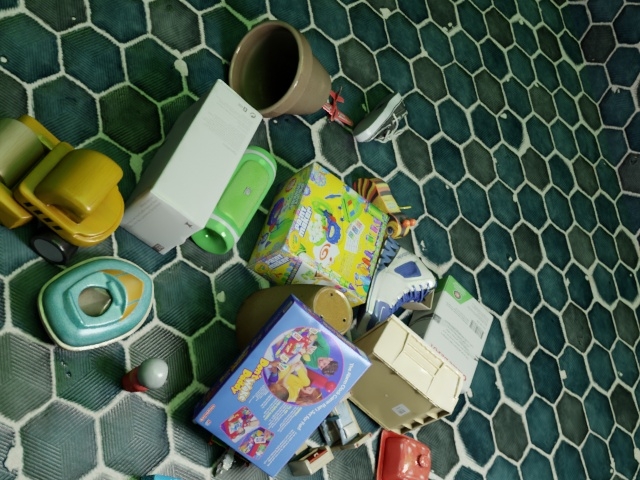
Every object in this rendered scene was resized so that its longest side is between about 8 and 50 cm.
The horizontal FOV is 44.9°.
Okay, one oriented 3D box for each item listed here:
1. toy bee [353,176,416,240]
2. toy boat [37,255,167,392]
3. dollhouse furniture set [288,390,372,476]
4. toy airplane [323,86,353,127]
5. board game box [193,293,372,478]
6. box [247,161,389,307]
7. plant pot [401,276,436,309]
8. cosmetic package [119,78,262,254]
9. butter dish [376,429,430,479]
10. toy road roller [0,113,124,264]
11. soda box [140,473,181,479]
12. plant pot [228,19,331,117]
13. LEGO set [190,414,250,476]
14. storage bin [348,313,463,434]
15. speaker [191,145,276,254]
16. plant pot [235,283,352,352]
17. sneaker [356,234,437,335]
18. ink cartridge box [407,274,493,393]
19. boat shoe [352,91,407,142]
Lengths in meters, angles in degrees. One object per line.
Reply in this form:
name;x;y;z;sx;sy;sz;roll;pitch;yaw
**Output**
toy bee;0.211;-0.066;2.288;0.195;0.162;0.298;-37;97;-43
toy boat;-0.438;0.183;1.672;0.267;0.148;0.318;-30;92;-42
dollhouse furniture set;0.008;0.478;1.923;0.183;0.129;0.129;-24;88;-42
toy airplane;0.041;-0.414;2.380;0.151;0.028;0.151;16;63;-35
board game box;-0.087;0.329;1.751;0.233;0.078;0.347;40;93;-13
box;0.000;0.000;2.079;0.279;0.177;0.290;35;54;-23
plant pot;0.263;0.146;2.285;0.109;0.096;0.109;31;55;-25
cosmetic package;-0.315;-0.176;1.876;0.156;0.217;0.385;39;50;-20
butter dish;0.243;0.595;2.072;0.159;0.118;0.160;27;58;-27
toy road roller;-0.564;-0.128;1.634;0.329;0.240;0.203;43;51;-17
soda box;-0.351;0.603;1.622;0.067;0.071;0.210;21;60;-31
plant pot;-0.089;-0.451;2.169;0.229;0.263;0.263;15;62;-54
LEGO set;-0.193;0.449;1.846;0.244;0.060;0.183;-2;62;-41
storage bin;0.194;0.359;2.002;0.260;0.262;0.123;40;53;-5
speaker;-0.219;-0.108;1.982;0.131;0.131;0.297;41;52;-19
plant pot;-0.044;0.204;1.911;0.237;0.254;0.237;15;65;-34
sneaker;0.221;0.132;2.117;0.182;0.127;0.316;22;49;1
ink cartridge box;0.370;0.285;2.297;0.211;0.121;0.289;44;51;-17
boat shoe;0.198;-0.364;2.434;0.105;0.113;0.306;56;33;-14
